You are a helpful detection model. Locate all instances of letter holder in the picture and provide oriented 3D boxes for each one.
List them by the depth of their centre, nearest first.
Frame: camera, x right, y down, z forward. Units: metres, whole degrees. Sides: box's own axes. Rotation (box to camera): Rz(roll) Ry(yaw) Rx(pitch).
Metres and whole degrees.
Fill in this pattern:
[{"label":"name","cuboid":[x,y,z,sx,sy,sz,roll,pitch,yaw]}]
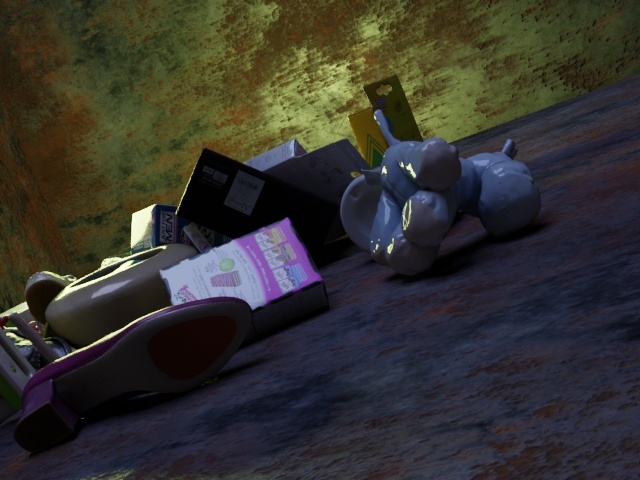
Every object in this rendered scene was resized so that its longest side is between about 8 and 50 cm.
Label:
[{"label":"letter holder","cuboid":[-0.133,-0.069,1.871,0.302,0.152,0.214,23,2,-5]}]

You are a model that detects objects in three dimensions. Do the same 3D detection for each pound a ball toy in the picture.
[{"label":"pound a ball toy","cuboid":[-0.537,0.175,1.432,0.208,0.319,0.136,-37,8,2]}]

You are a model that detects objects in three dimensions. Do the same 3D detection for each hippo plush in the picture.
[{"label":"hippo plush","cuboid":[0.215,-0.057,1.408,0.236,0.234,0.294,7,15,-17]}]

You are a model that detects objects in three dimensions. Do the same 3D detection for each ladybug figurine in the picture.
[{"label":"ladybug figurine","cuboid":[-0.372,0.123,1.747,0.305,0.162,0.449,-20,7,8]}]

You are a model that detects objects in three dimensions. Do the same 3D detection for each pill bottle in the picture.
[{"label":"pill bottle","cuboid":[0.170,-0.085,1.695,0.161,0.161,0.283,-17,8,34]}]

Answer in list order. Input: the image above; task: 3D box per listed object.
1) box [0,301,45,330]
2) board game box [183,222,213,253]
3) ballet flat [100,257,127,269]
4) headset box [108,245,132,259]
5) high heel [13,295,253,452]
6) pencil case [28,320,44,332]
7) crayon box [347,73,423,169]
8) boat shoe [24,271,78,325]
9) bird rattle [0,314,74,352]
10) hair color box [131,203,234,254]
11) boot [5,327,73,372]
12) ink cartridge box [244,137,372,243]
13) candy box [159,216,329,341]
[{"label":"box","cuboid":[-0.733,0.221,2.265,0.262,0.127,0.231,-16,11,45]},{"label":"board game box","cuboid":[-0.222,0.042,1.823,0.026,0.154,0.103,-37,-18,-7]},{"label":"ballet flat","cuboid":[-0.556,0.120,2.506,0.147,0.147,0.409,-27,8,-33]},{"label":"headset box","cuboid":[-0.507,0.054,2.791,0.246,0.131,0.283,-27,9,-29]},{"label":"high heel","cuboid":[-0.271,0.161,1.269,0.377,0.127,0.181,-25,18,1]},{"label":"pencil case","cuboid":[-0.730,0.263,2.044,0.209,0.098,0.095,-20,8,22]},{"label":"crayon box","cuboid":[0.179,-0.239,2.166,0.081,0.318,0.202,-17,8,34]},{"label":"boat shoe","cuboid":[-0.565,0.132,1.931,0.109,0.098,0.302,-26,-28,2]},{"label":"bird rattle","cuboid":[-0.634,0.225,1.793,0.253,0.143,0.207,2,-35,-35]},{"label":"hair color box","cuboid":[-0.254,-0.012,2.068,0.347,0.105,0.174,4,-9,-29]},{"label":"boot","cuboid":[-0.585,0.241,1.564,0.263,0.091,0.229,10,21,41]},{"label":"ink cartridge box","cuboid":[0.015,-0.120,1.980,0.261,0.296,0.066,-21,48,22]},{"label":"candy box","cuboid":[-0.124,0.077,1.409,0.233,0.071,0.159,-22,49,-9]}]
